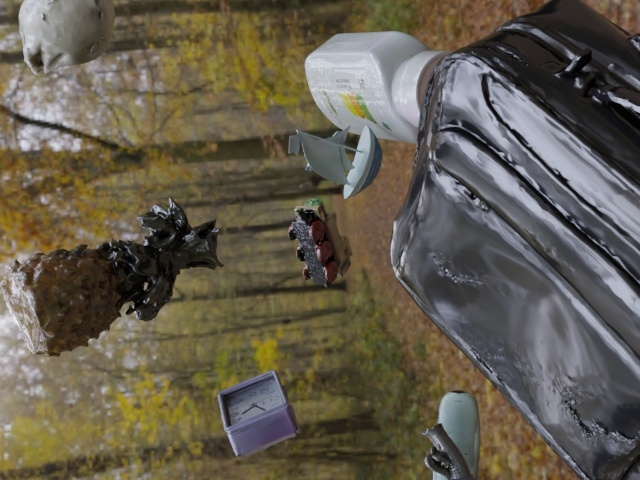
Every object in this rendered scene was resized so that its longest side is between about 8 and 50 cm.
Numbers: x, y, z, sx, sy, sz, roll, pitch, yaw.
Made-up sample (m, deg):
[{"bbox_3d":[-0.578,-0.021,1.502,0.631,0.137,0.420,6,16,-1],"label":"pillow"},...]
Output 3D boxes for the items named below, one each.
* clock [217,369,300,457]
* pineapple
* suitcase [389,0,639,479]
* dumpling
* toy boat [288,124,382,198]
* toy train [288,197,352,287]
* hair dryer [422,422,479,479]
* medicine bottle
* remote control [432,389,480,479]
[{"bbox_3d":[-0.131,0.361,1.684,0.193,0.144,0.073,-131,20,-70],"label":"clock"},{"bbox_3d":[-0.211,0.032,0.858,0.111,0.237,0.119,23,128,49],"label":"pineapple"},{"bbox_3d":[0.227,0.009,0.648,0.345,0.188,0.339,49,154,28],"label":"suitcase"},{"bbox_3d":[-0.387,-0.368,1.261,0.142,0.247,0.172,31,-139,-32],"label":"dumpling"},{"bbox_3d":[0.027,-0.111,1.148,0.034,0.149,0.105,14,111,58],"label":"toy boat"},{"bbox_3d":[0.000,0.000,1.184,0.087,0.050,0.138,-55,-45,-44],"label":"toy train"},{"bbox_3d":[0.132,0.381,0.896,0.121,0.301,0.361,104,168,-55],"label":"hair dryer"},{"bbox_3d":[0.098,-0.224,1.177,0.296,0.111,0.161,22,148,57],"label":"medicine bottle"},{"bbox_3d":[0.274,0.420,1.618,0.045,0.097,0.256,71,-158,-51],"label":"remote control"}]
